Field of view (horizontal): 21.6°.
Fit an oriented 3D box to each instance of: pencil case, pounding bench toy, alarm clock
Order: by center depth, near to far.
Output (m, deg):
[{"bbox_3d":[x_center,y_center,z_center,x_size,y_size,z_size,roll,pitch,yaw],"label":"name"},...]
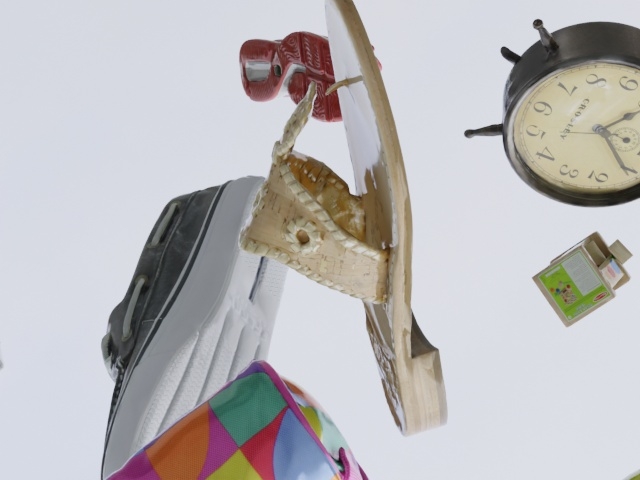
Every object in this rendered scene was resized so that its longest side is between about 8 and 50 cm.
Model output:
[{"bbox_3d":[-0.084,0.167,0.855,0.236,0.104,0.104,-42,-150,0],"label":"pencil case"},{"bbox_3d":[0.208,-0.081,1.158,0.192,0.129,0.064,23,-141,-10],"label":"alarm clock"},{"bbox_3d":[0.232,0.023,1.401,0.083,0.052,0.065,-36,177,28],"label":"pounding bench toy"}]

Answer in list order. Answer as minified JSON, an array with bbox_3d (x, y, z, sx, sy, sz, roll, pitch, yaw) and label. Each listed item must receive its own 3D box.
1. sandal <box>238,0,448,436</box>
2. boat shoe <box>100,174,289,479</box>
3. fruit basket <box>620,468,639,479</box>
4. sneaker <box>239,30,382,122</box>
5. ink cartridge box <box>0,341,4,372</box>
[{"bbox_3d":[0.002,0.003,0.806,0.079,0.240,0.088,-17,-150,-7],"label":"sandal"},{"bbox_3d":[-0.116,0.091,1.363,0.119,0.121,0.335,-8,-137,32],"label":"boat shoe"},{"bbox_3d":[0.313,0.154,0.751,0.392,0.392,0.283,-30,-132,-15],"label":"fruit basket"},{"bbox_3d":[0.024,-0.170,1.611,0.128,0.087,0.221,-14,-159,-29],"label":"sneaker"},{"bbox_3d":[-0.371,0.171,1.471,0.232,0.066,0.189,-54,-168,-4],"label":"ink cartridge box"}]
